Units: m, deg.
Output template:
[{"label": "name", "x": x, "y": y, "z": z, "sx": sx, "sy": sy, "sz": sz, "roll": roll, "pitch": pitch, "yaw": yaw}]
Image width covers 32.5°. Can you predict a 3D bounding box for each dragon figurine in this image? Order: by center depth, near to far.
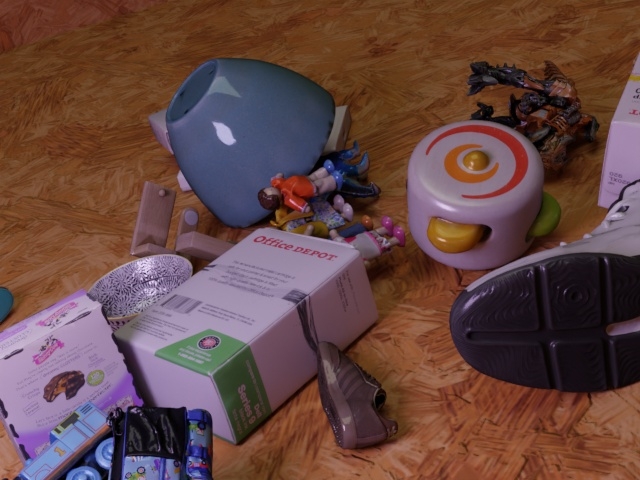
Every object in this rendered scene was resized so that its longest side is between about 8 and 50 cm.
[{"label": "dragon figurine", "x": 0.015, "y": -0.097, "z": 1.830, "sx": 0.144, "sy": 0.085, "sz": 0.289, "roll": -19, "pitch": 27, "yaw": -4}]

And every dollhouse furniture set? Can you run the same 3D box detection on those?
[{"label": "dollhouse furniture set", "x": -0.191, "y": -0.027, "z": 1.719, "sx": 0.151, "sy": 0.144, "sz": 0.123, "roll": -14, "pitch": 62, "yaw": 53}]

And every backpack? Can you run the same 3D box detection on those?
[{"label": "backpack", "x": -0.171, "y": 0.282, "z": 1.175, "sx": 0.116, "sy": 0.158, "sz": 0.173, "roll": 0, "pitch": 41, "yaw": -7}]

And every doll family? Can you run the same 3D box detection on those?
[{"label": "doll family", "x": 0.000, "y": 0.000, "z": 1.664, "sx": 0.163, "sy": 0.118, "sz": 0.263, "roll": -23, "pitch": 46, "yaw": -25}]

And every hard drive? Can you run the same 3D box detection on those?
[{"label": "hard drive", "x": -0.103, "y": -0.178, "z": 2.093, "sx": 0.307, "sy": 0.040, "sz": 0.203, "roll": -9, "pitch": 28, "yaw": 14}]

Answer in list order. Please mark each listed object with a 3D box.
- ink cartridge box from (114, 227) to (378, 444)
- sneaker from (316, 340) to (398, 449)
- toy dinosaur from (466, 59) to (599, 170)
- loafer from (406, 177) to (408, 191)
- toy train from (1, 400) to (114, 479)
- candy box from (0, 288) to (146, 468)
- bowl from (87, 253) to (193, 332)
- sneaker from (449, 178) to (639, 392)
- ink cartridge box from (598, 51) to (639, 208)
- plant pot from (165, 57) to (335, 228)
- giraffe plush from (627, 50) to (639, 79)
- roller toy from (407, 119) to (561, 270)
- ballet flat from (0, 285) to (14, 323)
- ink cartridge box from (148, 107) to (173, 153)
[{"label": "ink cartridge box", "x": -0.094, "y": 0.115, "z": 1.463, "sx": 0.211, "sy": 0.122, "sz": 0.289, "roll": 13, "pitch": 40, "yaw": 44}, {"label": "sneaker", "x": 0.041, "y": 0.188, "z": 1.337, "sx": 0.071, "sy": 0.066, "sz": 0.188, "roll": -3, "pitch": 31, "yaw": -10}, {"label": "toy dinosaur", "x": 0.357, "y": -0.211, "z": 1.835, "sx": 0.218, "sy": 0.165, "sz": 0.322, "roll": 8, "pitch": 15, "yaw": 15}, {"label": "loafer", "x": 0.180, "y": -0.080, "z": 1.732, "sx": 0.062, "sy": 0.061, "sz": 0.170, "roll": -25, "pitch": 28, "yaw": -13}, {"label": "toy train", "x": -0.299, "y": 0.281, "z": 1.295, "sx": 0.105, "sy": 0.080, "sz": 0.184, "roll": 32, "pitch": 53, "yaw": 23}, {"label": "candy box", "x": -0.325, "y": 0.187, "z": 1.381, "sx": 0.164, "sy": 0.196, "sz": 0.070, "roll": -28, "pitch": 30, "yaw": -22}, {"label": "bowl", "x": -0.258, "y": 0.098, "z": 1.631, "sx": 0.170, "sy": 0.080, "sz": 0.170, "roll": -14, "pitch": 28, "yaw": 7}, {"label": "sneaker", "x": 0.354, "y": 0.044, "z": 1.346, "sx": 0.447, "sy": 0.169, "sz": 0.257, "roll": -11, "pitch": 18, "yaw": -6}, {"label": "ink cartridge box", "x": 0.499, "y": -0.157, "z": 1.496, "sx": 0.171, "sy": 0.168, "sz": 0.233, "roll": 16, "pitch": 52, "yaw": 20}, {"label": "plant pot", "x": -0.144, "y": -0.194, "z": 1.847, "sx": 0.290, "sy": 0.195, "sz": 0.290, "roll": -36, "pitch": 33, "yaw": 28}, {"label": "giraffe plush", "x": 0.592, "y": -0.278, "z": 1.775, "sx": 0.170, "sy": 0.210, "sz": 0.181, "roll": -33, "pitch": -11, "yaw": 22}, {"label": "roller toy", "x": 0.215, "y": -0.068, "z": 1.545, "sx": 0.209, "sy": 0.146, "sz": 0.191, "roll": -24, "pitch": 51, "yaw": -14}, {"label": "ballet flat", "x": -0.580, "y": 0.140, "z": 1.753, "sx": 0.067, "sy": 0.073, "sz": 0.206, "roll": -13, "pitch": 20, "yaw": 40}, {"label": "ink cartridge box", "x": -0.173, "y": -0.242, "z": 2.143, "sx": 0.275, "sy": 0.060, "sz": 0.239, "roll": -25, "pitch": 28, "yaw": -16}]
